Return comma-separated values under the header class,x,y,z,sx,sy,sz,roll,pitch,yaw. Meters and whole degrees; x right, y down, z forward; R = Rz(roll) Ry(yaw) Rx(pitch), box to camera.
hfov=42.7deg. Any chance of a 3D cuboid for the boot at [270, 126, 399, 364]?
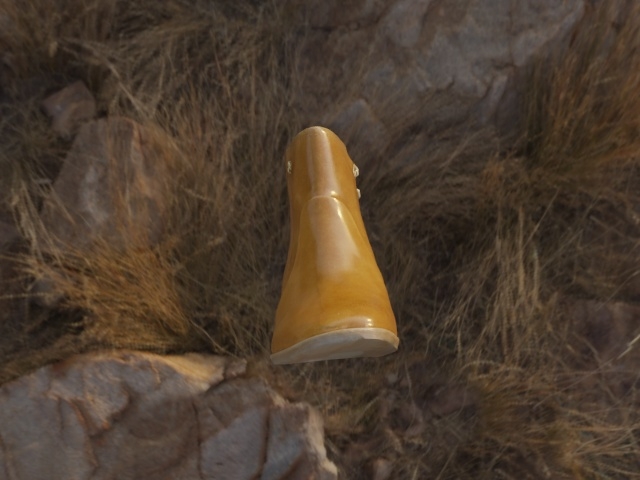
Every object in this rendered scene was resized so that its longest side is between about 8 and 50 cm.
class,x,y,z,sx,sy,sz,roll,pitch,yaw
boot,0.001,0.000,0.724,0.104,0.295,0.211,-4,83,-3
